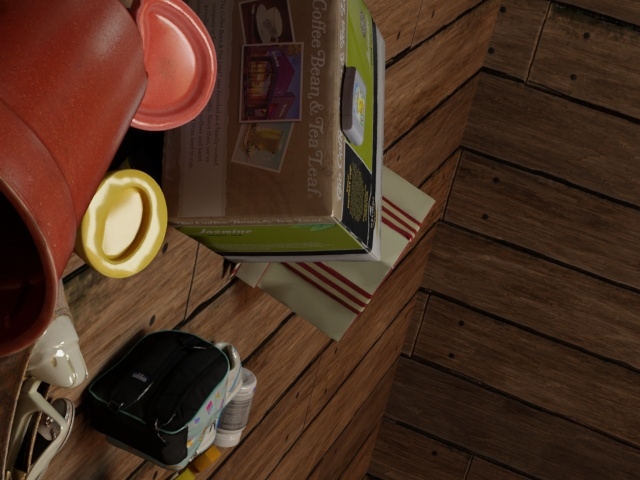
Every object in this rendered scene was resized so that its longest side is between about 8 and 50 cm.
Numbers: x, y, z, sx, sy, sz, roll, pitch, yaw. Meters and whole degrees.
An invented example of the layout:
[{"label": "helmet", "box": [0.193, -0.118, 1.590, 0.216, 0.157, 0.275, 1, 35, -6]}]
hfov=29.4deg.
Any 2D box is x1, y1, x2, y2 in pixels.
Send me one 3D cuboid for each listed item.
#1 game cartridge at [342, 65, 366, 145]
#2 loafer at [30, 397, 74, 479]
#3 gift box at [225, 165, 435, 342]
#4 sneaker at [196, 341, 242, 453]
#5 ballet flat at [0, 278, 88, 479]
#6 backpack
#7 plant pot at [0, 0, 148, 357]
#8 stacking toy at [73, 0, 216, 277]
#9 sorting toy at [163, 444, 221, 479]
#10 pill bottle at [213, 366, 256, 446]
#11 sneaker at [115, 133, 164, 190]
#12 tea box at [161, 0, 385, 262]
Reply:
[{"label": "game cartridge", "box": [0.040, -0.160, 1.443, 0.056, 0.017, 0.083, 43, 47, -63]}, {"label": "loafer", "box": [-0.359, 0.259, 1.571, 0.125, 0.045, 0.039, -64, 158, -10]}, {"label": "gift box", "box": [0.000, 0.000, 2.103, 0.276, 0.258, 0.255, -56, 178, 37]}, {"label": "sneaker", "box": [-0.203, 0.269, 2.077, 0.228, 0.087, 0.092, -63, 158, -48]}, {"label": "ballet flat", "box": [-0.333, 0.175, 1.420, 0.107, 0.106, 0.316, -6, 115, -74]}, {"label": "backpack", "box": [-0.222, 0.225, 1.759, 0.188, 0.166, 0.144, -55, 156, -40]}, {"label": "plant pot", "box": [-0.282, -0.091, 0.994, 0.272, 0.272, 0.265, 96, 13, -44]}, {"label": "stacking toy", "box": [-0.270, -0.142, 1.320, 0.279, 0.130, 0.309, 31, 76, -48]}, {"label": "sorting toy", "box": [-0.276, 0.417, 1.775, 0.307, 0.041, 0.229, -39, 179, 29]}, {"label": "pill bottle", "box": [-0.167, 0.306, 2.240, 0.078, 0.078, 0.137, -40, 147, -62]}, {"label": "sneaker", "box": [-0.223, -0.080, 1.579, 0.097, 0.084, 0.235, -37, 175, 12]}, {"label": "tea box", "box": [-0.048, -0.154, 1.579, 0.323, 0.220, 0.329, 44, 46, -73]}]
